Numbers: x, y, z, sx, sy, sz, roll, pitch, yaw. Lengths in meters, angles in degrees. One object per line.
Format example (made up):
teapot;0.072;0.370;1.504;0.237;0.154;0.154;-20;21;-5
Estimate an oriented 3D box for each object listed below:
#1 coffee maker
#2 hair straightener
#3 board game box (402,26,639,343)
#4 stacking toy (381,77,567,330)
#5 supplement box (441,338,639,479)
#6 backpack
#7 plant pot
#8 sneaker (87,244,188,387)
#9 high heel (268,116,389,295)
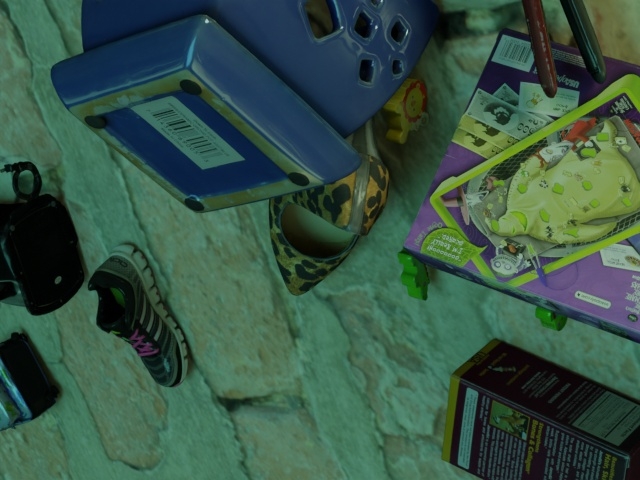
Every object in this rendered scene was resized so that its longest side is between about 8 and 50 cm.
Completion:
coffee maker;-0.372;-0.004;1.962;0.178;0.120;0.171;1;93;38
hair straightener;0.194;-0.234;1.366;0.089;0.047;0.230;-14;87;0
board game box;0.257;-0.027;1.355;0.347;0.208;0.056;21;168;29
stacking toy;0.145;-0.030;1.545;0.167;0.052;0.221;15;126;35
supplement box;0.214;0.182;1.588;0.188;0.081;0.104;23;128;28
backpack;-0.393;0.183;2.098;0.114;0.084;0.105;-27;94;48
plant pot;-0.074;-0.163;1.469;0.236;0.212;0.236;-10;139;45
sneaker;-0.206;0.093;1.892;0.063;0.075;0.170;-9;109;43
high heel;0.000;0.000;1.578;0.093;0.186;0.261;11;131;-8
